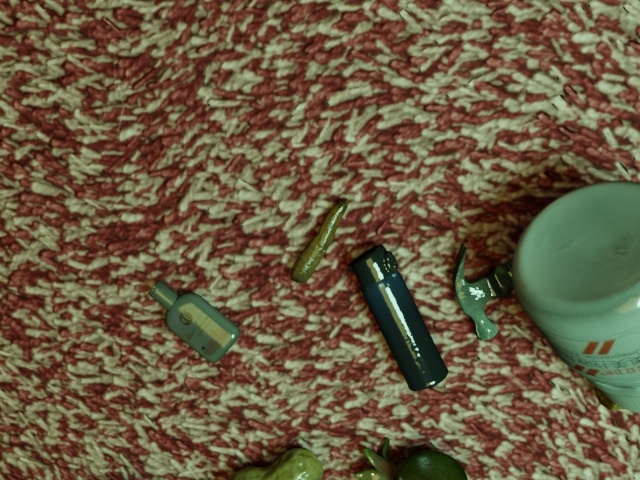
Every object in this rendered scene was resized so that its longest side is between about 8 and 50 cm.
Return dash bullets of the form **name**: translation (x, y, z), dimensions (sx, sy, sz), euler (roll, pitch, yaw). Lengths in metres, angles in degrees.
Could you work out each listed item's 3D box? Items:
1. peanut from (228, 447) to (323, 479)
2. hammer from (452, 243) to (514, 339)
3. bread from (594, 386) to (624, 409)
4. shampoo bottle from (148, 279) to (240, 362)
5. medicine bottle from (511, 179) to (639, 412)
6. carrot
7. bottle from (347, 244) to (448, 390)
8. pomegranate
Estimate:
- **peanut**: translation (-0.097, 0.434, 1.263), dimensions (0.225, 0.095, 0.108), euler (-32, 94, 8)
- **hammer**: translation (0.327, 0.051, 1.187), dimensions (0.226, 0.041, 0.159), euler (-23, 100, 9)
- **bread**: translation (0.475, 0.232, 1.191), dimensions (0.053, 0.085, 0.085), euler (3, 101, -2)
- **shampoo bottle**: translation (-0.218, 0.131, 1.240), dimensions (0.165, 0.040, 0.080), euler (41, 102, -5)
- **medicine bottle**: translation (0.437, 0.091, 1.044), dimensions (0.245, 0.245, 0.306), euler (-37, 126, 10)
- **carrot**: translation (0.001, 0.001, 1.204), dimensions (0.035, 0.036, 0.165), euler (32, 99, -3)
- **bottle**: translation (0.129, 0.125, 1.197), dimensions (0.082, 0.072, 0.245), euler (-22, 99, 38)
- **pomegranate**: translation (0.155, 0.417, 1.235), dimensions (0.191, 0.131, 0.152), euler (14, 108, 24)
